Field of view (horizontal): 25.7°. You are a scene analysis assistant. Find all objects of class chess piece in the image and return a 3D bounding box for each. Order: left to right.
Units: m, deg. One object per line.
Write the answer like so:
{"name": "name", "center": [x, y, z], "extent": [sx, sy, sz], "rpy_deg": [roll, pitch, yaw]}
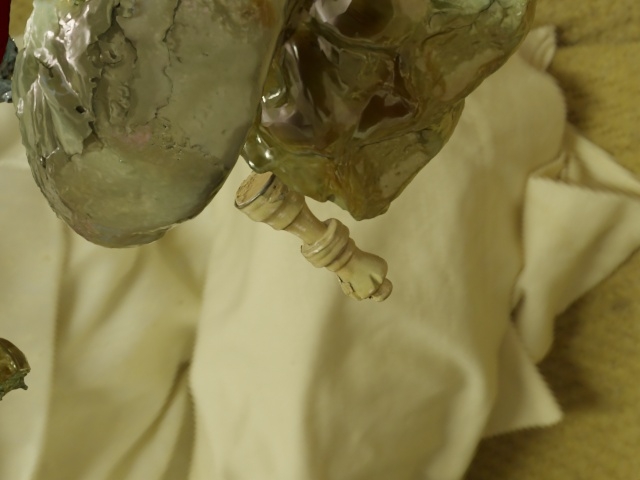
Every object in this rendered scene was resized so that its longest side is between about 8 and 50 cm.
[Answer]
{"name": "chess piece", "center": [0.001, -0.001, 1.289], "extent": [0.172, 0.060, 0.060], "rpy_deg": [41, 134, -22]}

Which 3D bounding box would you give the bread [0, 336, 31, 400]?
{"name": "bread", "center": [-0.378, 0.052, 1.266], "extent": [0.269, 0.098, 0.087], "rpy_deg": [45, 140, 5]}

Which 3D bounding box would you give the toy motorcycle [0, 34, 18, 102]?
{"name": "toy motorcycle", "center": [-0.475, -0.161, 1.631], "extent": [0.106, 0.270, 0.159], "rpy_deg": [115, 137, -67]}

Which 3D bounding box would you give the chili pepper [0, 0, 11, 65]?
{"name": "chili pepper", "center": [-0.200, -0.117, 0.694], "extent": [0.110, 0.387, 0.110], "rpy_deg": [-2, 140, -2]}

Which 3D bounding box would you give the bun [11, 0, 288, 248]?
{"name": "bun", "center": [-0.120, -0.113, 0.885], "extent": [0.141, 0.239, 0.239], "rpy_deg": [19, 135, -20]}

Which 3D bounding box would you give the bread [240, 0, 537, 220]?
{"name": "bread", "center": [0.034, -0.165, 1.104], "extent": [0.238, 0.196, 0.252], "rpy_deg": [36, 126, 15]}
